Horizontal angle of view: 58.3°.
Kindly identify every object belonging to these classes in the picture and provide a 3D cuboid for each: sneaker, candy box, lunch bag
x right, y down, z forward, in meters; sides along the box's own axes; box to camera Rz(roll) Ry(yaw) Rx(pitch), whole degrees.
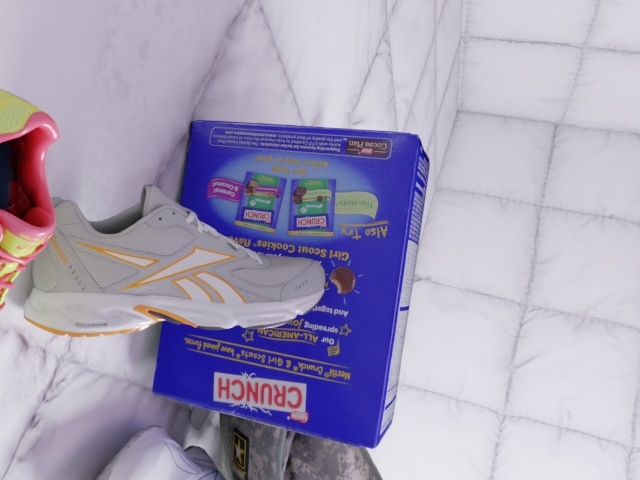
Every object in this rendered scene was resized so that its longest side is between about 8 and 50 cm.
[{"bbox_3d":[-0.160,0.298,0.661,0.111,0.129,0.297,-54,156,-10],"label":"sneaker"},{"bbox_3d":[-0.113,0.013,0.502,0.099,0.262,0.121,14,-77,63],"label":"sneaker"},{"bbox_3d":[-0.217,0.002,0.362,0.081,0.094,0.209,-19,121,-72],"label":"sneaker"},{"bbox_3d":[-0.031,0.038,0.653,0.122,0.268,0.317,19,80,-70],"label":"candy box"},{"bbox_3d":[-0.030,0.326,0.800,0.169,0.235,0.287,-36,105,-23],"label":"lunch bag"}]

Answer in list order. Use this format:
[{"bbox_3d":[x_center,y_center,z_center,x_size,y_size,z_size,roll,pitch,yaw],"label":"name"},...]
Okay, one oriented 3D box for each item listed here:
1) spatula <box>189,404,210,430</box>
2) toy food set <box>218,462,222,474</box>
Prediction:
[{"bbox_3d":[-0.141,0.134,0.831,0.168,0.019,0.242,81,23,-47],"label":"spatula"},{"bbox_3d":[-0.102,0.419,1.032,0.306,0.092,0.220,69,30,-48],"label":"toy food set"}]
